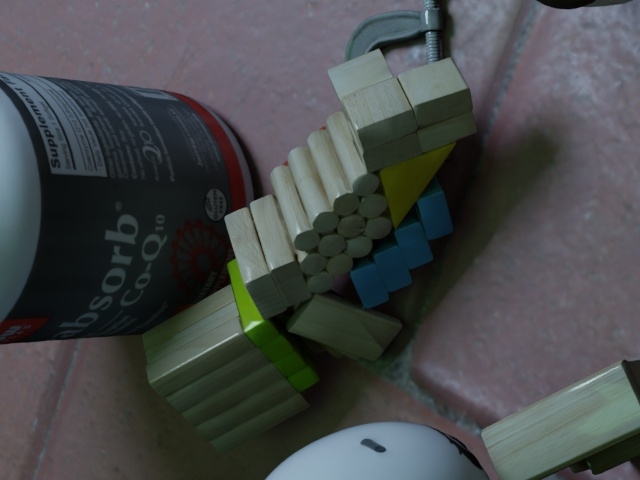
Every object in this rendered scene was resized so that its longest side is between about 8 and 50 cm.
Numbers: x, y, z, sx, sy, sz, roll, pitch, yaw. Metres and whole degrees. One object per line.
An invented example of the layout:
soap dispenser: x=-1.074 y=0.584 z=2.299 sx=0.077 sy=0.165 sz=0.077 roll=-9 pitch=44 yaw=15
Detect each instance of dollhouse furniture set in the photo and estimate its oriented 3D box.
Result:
dollhouse furniture set: x=0.227 y=0.200 z=0.913 sx=0.212 sy=0.161 sz=0.242 roll=-33 pitch=71 yaw=32

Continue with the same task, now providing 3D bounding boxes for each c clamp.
c clamp: x=0.071 y=-0.116 z=1.117 sx=0.137 sy=0.022 sz=0.160 roll=2 pitch=92 yaw=38

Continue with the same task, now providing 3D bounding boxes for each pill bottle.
pill bottle: x=-0.238 y=-0.024 z=1.137 sx=0.210 sy=0.363 sz=0.210 roll=0 pitch=91 yaw=37

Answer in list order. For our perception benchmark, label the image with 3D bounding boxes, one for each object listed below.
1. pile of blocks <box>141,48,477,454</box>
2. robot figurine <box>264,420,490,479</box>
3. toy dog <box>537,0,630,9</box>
pile of blocks: x=0.000 y=0.000 z=1.123 sx=0.362 sy=0.149 sz=0.112 roll=-50 pitch=34 yaw=23
robot figurine: x=0.059 y=0.249 z=0.912 sx=0.209 sy=0.173 sz=0.278 roll=-22 pitch=89 yaw=15
toy dog: x=0.240 y=-0.320 z=0.870 sx=0.395 sy=0.284 sz=0.408 roll=42 pitch=118 yaw=-11
